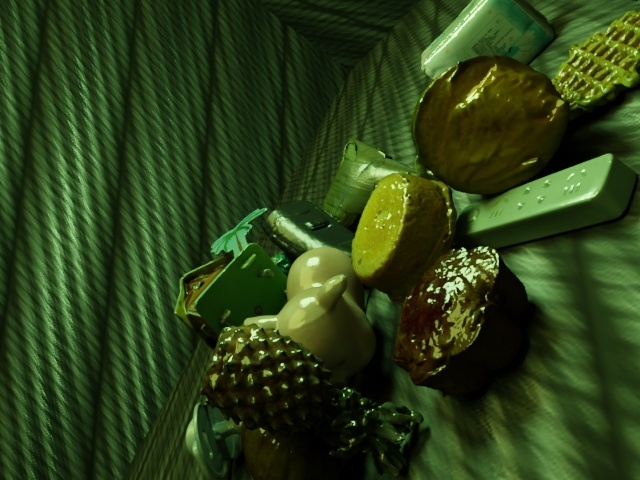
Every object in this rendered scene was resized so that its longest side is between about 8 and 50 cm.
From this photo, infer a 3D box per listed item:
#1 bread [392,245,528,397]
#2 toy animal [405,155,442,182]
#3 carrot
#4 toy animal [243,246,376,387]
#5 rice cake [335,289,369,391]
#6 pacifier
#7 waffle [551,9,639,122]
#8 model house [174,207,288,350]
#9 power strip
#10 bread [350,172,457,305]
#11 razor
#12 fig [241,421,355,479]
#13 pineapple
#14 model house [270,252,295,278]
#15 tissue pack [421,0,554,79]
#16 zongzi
[{"bbox_3d":[0.208,0.134,0.936,0.247,0.135,0.232,-28,33,61],"label":"bread"},{"bbox_3d":[0.244,-0.123,1.455,0.218,0.101,0.103,-59,-4,-1],"label":"toy animal"},{"bbox_3d":[0.293,-0.212,1.107,0.241,0.241,0.340,-54,2,11],"label":"carrot"},{"bbox_3d":[0.007,0.150,1.221,0.237,0.269,0.326,-26,54,20],"label":"toy animal"},{"bbox_3d":[0.051,0.248,1.360,0.073,0.056,0.365,-40,22,42],"label":"rice cake"},{"bbox_3d":[-0.240,0.516,1.583,0.207,0.227,0.279,-22,-1,4],"label":"pacifier"},{"bbox_3d":[0.510,-0.321,1.075,0.243,0.059,0.238,-60,16,-18],"label":"waffle"},{"bbox_3d":[-0.169,0.129,1.448,0.324,0.300,0.340,0,45,54],"label":"model house"},{"bbox_3d":[0.350,-0.048,1.011,0.091,0.062,0.385,-60,15,-21],"label":"power strip"},{"bbox_3d":[0.165,-0.008,1.158,0.268,0.146,0.268,18,90,71],"label":"bread"},{"bbox_3d":[0.001,0.004,1.573,0.327,0.189,0.107,35,132,40],"label":"razor"},{"bbox_3d":[-0.061,0.438,1.105,0.217,0.217,0.320,-111,36,-72],"label":"fig"},{"bbox_3d":[-0.010,0.256,0.965,0.175,0.361,0.175,17,-90,-87],"label":"pineapple"},{"bbox_3d":[-0.082,0.209,1.544,0.261,0.226,0.241,-56,20,10],"label":"model house"},{"bbox_3d":[0.409,-0.482,1.466,0.271,0.201,0.124,-43,17,37],"label":"tissue pack"},{"bbox_3d":[0.156,-0.086,1.645,0.360,0.160,0.322,32,108,49],"label":"zongzi"}]
